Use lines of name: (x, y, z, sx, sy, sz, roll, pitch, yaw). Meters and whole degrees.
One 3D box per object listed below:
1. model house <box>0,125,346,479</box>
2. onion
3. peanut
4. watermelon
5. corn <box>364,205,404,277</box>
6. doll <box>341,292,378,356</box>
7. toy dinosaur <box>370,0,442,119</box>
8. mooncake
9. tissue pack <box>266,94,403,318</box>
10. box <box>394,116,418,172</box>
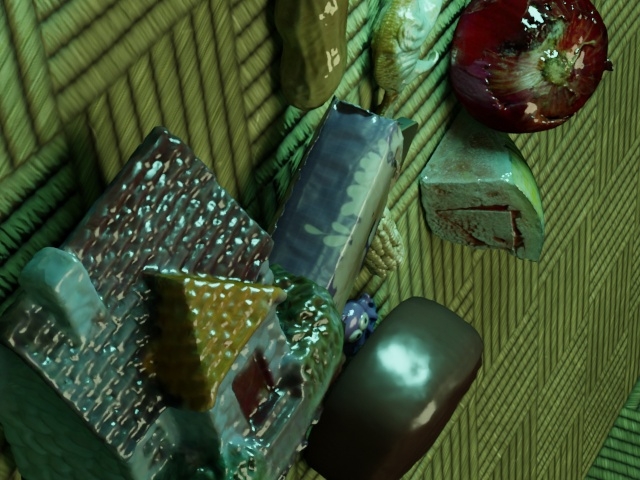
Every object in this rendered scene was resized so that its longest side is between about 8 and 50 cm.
model house: (-0.171, 0.069, 1.559, 0.360, 0.297, 0.339, -56, 146, -32)
onion: (0.339, -0.311, 2.452, 0.276, 0.276, 0.276, -42, 141, -48)
peanut: (-0.011, -0.266, 1.917, 0.099, 0.090, 0.214, -36, 135, -44)
watermelon: (0.267, -0.097, 2.574, 0.213, 0.201, 0.261, 70, 0, -50)
corn: (0.085, -0.004, 2.280, 0.087, 0.087, 0.211, -66, 153, -17)
doll: (0.054, 0.137, 2.328, 0.110, 0.067, 0.206, -63, 165, -3)
toy dinosaur: (0.135, -0.342, 2.180, 0.205, 0.092, 0.393, -47, 153, -34)
mooncake: (0.121, 0.257, 2.349, 0.333, 0.174, 0.326, -60, 171, 9)
tissue pack: (0.000, 0.000, 2.005, 0.242, 0.125, 0.343, 86, 26, -72)
box: (0.103, -0.128, 2.269, 0.091, 0.031, 0.126, -33, 149, -54)
